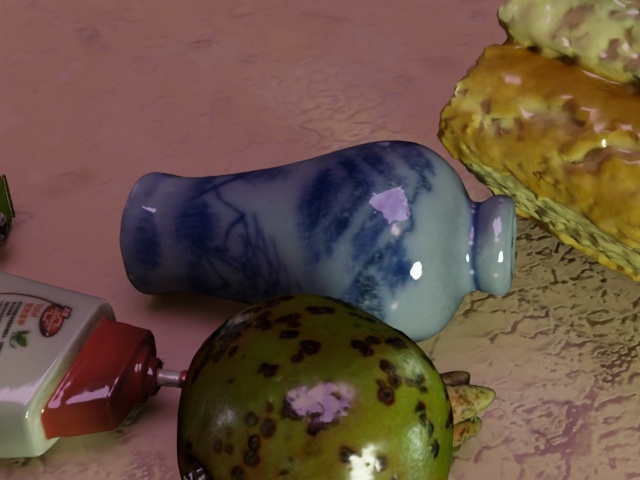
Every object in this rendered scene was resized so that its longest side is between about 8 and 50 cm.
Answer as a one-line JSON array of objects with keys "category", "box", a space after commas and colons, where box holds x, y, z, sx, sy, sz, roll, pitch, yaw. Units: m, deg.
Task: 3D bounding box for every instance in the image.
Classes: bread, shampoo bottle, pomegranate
[{"category": "bread", "box": [0.283, -0.024, 0.637, 0.375, 0.236, 0.165, 33, 94, 32]}, {"category": "shampoo bottle", "box": [-0.190, 0.073, 0.636, 0.284, 0.071, 0.153, 7, 42, 4]}, {"category": "pomegranate", "box": [0.014, 0.105, 0.551, 0.205, 0.159, 0.159, -3, 37, -41]}]

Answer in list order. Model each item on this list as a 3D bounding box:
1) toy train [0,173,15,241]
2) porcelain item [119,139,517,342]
[{"category": "toy train", "box": [-0.331, -0.018, 0.738, 0.202, 0.060, 0.081, 0, 37, 0]}, {"category": "porcelain item", "box": [0.000, 0.000, 0.672, 0.259, 0.141, 0.141, 1, 43, 16]}]
